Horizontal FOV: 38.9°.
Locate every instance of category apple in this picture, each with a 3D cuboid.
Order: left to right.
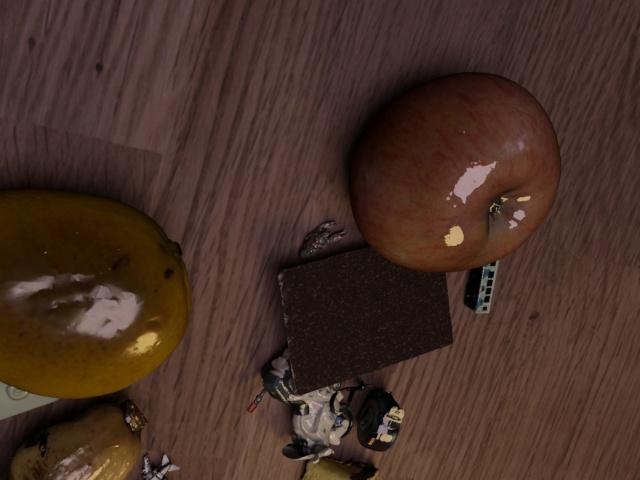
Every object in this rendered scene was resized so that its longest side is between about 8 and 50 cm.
[{"bbox_3d":[0.219,-0.097,1.426,0.344,0.269,0.345,-6,109,-19],"label":"apple"}]

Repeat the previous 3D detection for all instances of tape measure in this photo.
[{"bbox_3d":[0.059,0.307,1.584,0.179,0.104,0.107,15,105,-33],"label":"tape measure"}]

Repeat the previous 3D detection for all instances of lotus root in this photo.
[{"bbox_3d":[-0.389,0.349,1.422,0.257,0.140,0.154,-39,122,-11],"label":"lotus root"}]

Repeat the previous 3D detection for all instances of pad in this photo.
[{"bbox_3d":[0.085,0.118,1.544,0.330,0.004,0.220,-14,104,-27],"label":"pad"}]

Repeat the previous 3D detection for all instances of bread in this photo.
[{"bbox_3d":[0.033,0.473,1.656,0.152,0.127,0.147,11,103,-57],"label":"bread"}]

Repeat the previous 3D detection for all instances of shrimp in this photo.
[{"bbox_3d":[0.001,-0.004,1.512,0.092,0.029,0.038,-30,106,-15],"label":"shrimp"}]

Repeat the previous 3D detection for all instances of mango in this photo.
[{"bbox_3d":[-0.407,0.076,1.287,0.444,0.220,0.302,0,98,-9],"label":"mango"}]

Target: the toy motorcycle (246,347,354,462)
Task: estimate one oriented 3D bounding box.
[{"bbox_3d":[-0.028,0.293,1.562,0.150,0.102,0.221,-46,120,-25],"label":"toy motorcycle"}]

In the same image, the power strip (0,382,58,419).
[{"bbox_3d":[-0.565,0.249,1.369,0.385,0.062,0.091,-18,115,-13],"label":"power strip"}]

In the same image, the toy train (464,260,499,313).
[{"bbox_3d":[0.295,0.026,1.617,0.047,0.043,0.208,0,107,-22],"label":"toy train"}]

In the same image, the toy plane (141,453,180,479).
[{"bbox_3d":[-0.281,0.403,1.538,0.083,0.031,0.078,-44,100,-5],"label":"toy plane"}]
